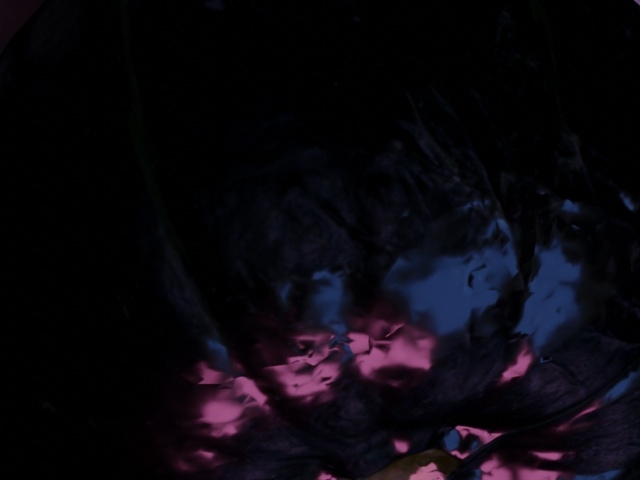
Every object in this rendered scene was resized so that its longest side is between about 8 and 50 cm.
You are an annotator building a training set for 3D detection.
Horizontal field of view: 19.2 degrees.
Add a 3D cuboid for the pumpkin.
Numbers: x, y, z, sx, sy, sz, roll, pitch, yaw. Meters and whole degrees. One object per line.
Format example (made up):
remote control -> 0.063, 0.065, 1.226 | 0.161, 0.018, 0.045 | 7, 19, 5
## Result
pumpkin -> 0.000, 0.000, 0.714 | 0.315, 0.239, 0.315 | -5, 145, -3
